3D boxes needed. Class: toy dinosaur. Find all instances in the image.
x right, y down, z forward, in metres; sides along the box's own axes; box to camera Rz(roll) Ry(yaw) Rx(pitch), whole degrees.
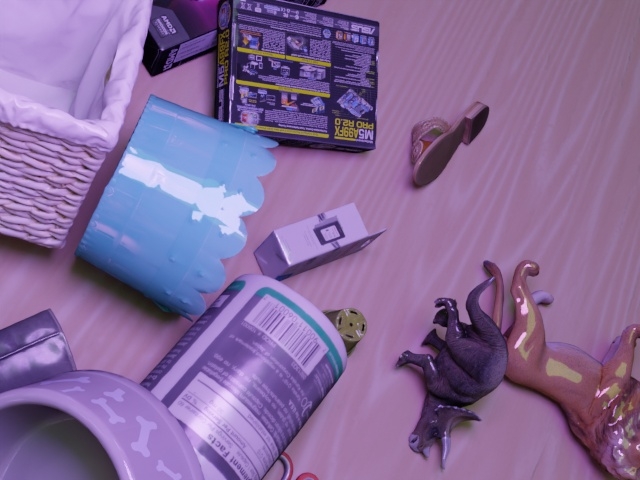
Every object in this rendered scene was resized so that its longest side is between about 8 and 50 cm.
[{"bbox_3d":[0.218,0.178,1.299,0.160,0.314,0.121,41,32,21],"label":"toy dinosaur"}]

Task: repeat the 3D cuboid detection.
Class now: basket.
[{"bbox_3d":[-0.419,-0.211,1.089,0.331,0.266,0.328,18,47,-20],"label":"basket"}]

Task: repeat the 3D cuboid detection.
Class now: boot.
[{"bbox_3d":[-0.442,0.137,1.113,0.208,0.076,0.190,-26,97,-21],"label":"boot"}]

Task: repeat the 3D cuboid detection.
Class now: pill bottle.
[{"bbox_3d":[-0.142,0.233,1.128,0.204,0.204,0.361,43,62,-3],"label":"pill bottle"}]

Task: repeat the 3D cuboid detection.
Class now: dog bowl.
[{"bbox_3d":[-0.293,0.315,0.939,0.102,0.348,0.349,21,54,-64],"label":"dog bowl"}]

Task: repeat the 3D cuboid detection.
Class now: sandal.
[{"bbox_3d":[0.198,-0.178,1.502,0.079,0.088,0.240,30,50,25],"label":"sandal"}]

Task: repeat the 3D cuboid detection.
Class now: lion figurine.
[{"bbox_3d":[0.401,0.212,1.416,0.392,0.142,0.240,28,71,4],"label":"lion figurine"}]

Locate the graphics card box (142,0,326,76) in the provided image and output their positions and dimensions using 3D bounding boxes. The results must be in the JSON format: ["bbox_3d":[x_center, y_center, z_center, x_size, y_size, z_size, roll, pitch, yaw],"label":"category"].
[{"bbox_3d":[-0.175,-0.445,1.420,0.371,0.094,0.233,-30,85,-27],"label":"graphics card box"}]

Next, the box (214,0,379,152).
[{"bbox_3d":[-0.034,-0.260,1.376,0.270,0.060,0.216,2,88,-30],"label":"box"}]

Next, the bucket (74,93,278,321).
[{"bbox_3d":[-0.198,-0.051,1.174,0.183,0.281,0.281,26,64,-14],"label":"bucket"}]

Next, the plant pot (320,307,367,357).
[{"bbox_3d":[0.032,0.135,1.305,0.083,0.079,0.083,7,69,-19],"label":"plant pot"}]

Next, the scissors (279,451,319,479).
[{"bbox_3d":[-0.121,0.406,1.179,0.297,0.021,0.109,-40,91,-30],"label":"scissors"}]

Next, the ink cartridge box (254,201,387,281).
[{"bbox_3d":[0.000,0.000,1.326,0.180,0.104,0.060,-20,79,-27],"label":"ink cartridge box"}]
